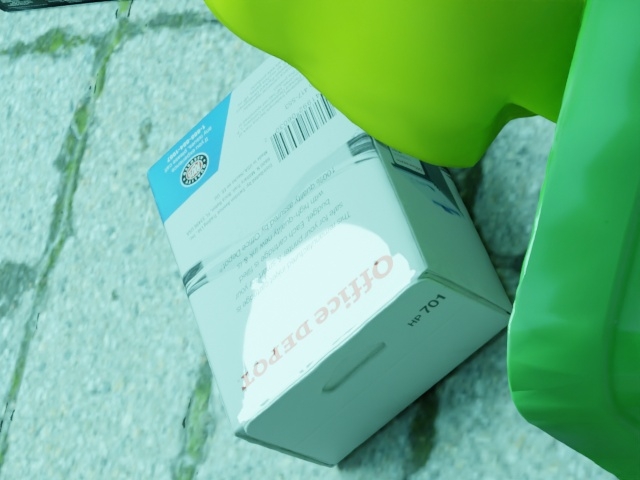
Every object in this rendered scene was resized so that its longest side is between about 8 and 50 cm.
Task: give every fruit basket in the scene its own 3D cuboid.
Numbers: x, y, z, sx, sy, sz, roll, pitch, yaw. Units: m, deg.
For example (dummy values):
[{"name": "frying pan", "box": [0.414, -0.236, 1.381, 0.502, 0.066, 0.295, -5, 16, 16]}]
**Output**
[{"name": "fruit basket", "box": [0.133, -0.089, 0.747, 0.392, 0.283, 0.392, -10, 68, 24]}]

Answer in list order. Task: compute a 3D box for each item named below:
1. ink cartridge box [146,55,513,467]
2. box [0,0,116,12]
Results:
[{"name": "ink cartridge box", "box": [0.000, 0.000, 0.978, 0.139, 0.082, 0.191, -41, 49, 22]}, {"name": "box", "box": [-0.198, -0.211, 1.201, 0.220, 0.175, 0.051, 2, 71, 45]}]
